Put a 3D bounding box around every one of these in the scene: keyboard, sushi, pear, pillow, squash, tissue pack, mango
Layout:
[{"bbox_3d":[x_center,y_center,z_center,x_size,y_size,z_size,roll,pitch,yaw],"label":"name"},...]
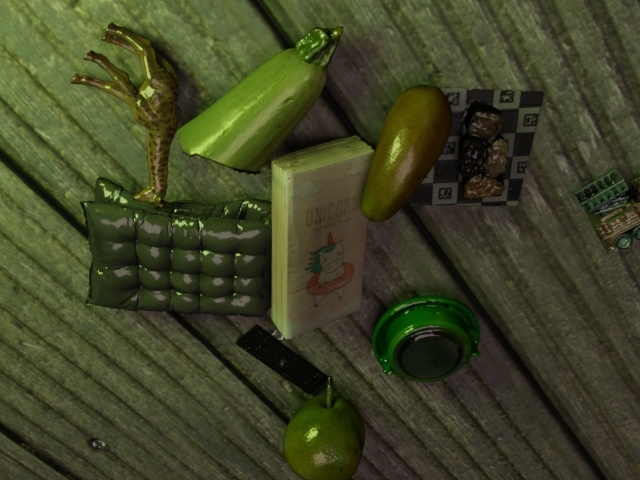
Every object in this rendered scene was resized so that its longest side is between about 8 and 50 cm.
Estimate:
[{"bbox_3d":[-0.074,0.240,1.363,0.061,0.013,0.204,-40,117,21],"label":"keyboard"},{"bbox_3d":[0.255,-0.136,1.109,0.192,0.050,0.215,1,123,-4],"label":"sushi"},{"bbox_3d":[0.012,0.380,1.368,0.166,0.180,0.216,16,110,25],"label":"pear"},{"bbox_3d":[-0.233,0.024,1.163,0.326,0.101,0.228,7,126,-5],"label":"pillow"},{"bbox_3d":[-0.063,-0.200,1.018,0.287,0.137,0.137,-37,118,10],"label":"squash"},{"bbox_3d":[0.000,0.000,1.137,0.170,0.071,0.325,-17,129,-28],"label":"tissue pack"},{"bbox_3d":[0.127,-0.128,1.046,0.099,0.136,0.227,27,104,2],"label":"mango"}]

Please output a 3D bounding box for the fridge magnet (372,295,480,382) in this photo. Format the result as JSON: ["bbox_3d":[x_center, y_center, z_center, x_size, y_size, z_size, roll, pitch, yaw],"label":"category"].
[{"bbox_3d":[0.202,0.192,1.300,0.208,0.088,0.208,-1,123,-2],"label":"fridge magnet"}]

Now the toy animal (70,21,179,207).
[{"bbox_3d":[-0.266,-0.185,1.024,0.149,0.054,0.275,-24,113,1],"label":"toy animal"}]

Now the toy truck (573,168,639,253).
[{"bbox_3d":[0.537,-0.072,1.153,0.178,0.080,0.115,-32,110,19],"label":"toy truck"}]
